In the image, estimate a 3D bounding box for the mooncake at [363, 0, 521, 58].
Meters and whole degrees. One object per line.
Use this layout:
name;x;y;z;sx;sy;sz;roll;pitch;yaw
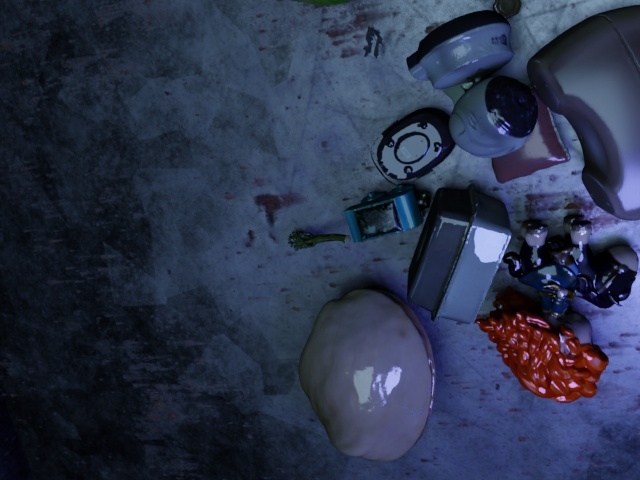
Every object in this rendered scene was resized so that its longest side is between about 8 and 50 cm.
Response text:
mooncake;0.250;-0.463;1.552;0.347;0.057;0.150;9;100;22

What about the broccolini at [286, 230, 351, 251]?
broccolini;0.000;0.000;1.775;0.051;0.054;0.239;28;163;-34

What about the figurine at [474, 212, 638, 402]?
figurine;0.528;0.143;1.590;0.306;0.241;0.411;19;99;-14

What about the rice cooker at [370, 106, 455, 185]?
rice cooker;0.211;-0.212;1.626;0.203;0.118;0.142;-37;92;23

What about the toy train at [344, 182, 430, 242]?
toy train;0.157;-0.063;1.685;0.198;0.154;0.107;-15;100;27

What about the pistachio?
pistachio;0.113;0.337;1.799;0.365;0.281;0.445;2;96;30

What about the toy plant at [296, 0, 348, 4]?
toy plant;-0.005;-0.680;1.532;0.224;0.184;0.315;8;96;14

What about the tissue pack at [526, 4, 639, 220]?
tissue pack;0.598;-0.252;1.368;0.277;0.267;0.387;-29;96;14

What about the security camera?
security camera;0.325;-0.302;1.457;0.191;0.197;0.277;-23;84;53

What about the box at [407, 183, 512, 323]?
box;0.307;0.028;1.623;0.166;0.220;0.290;16;115;1

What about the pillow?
pillow;0.432;-0.228;1.554;0.171;0.075;0.179;-19;99;32
